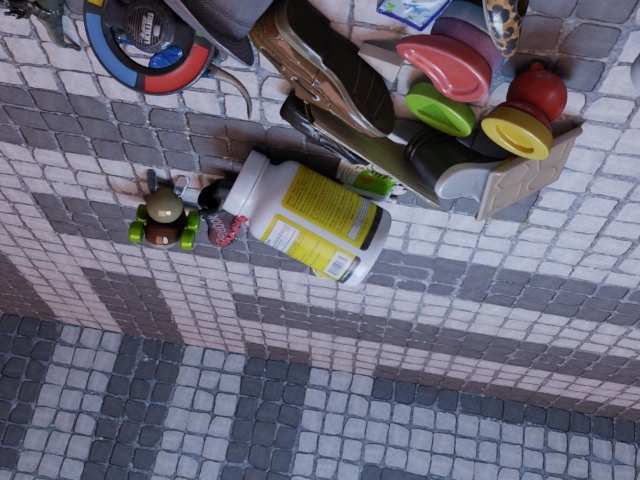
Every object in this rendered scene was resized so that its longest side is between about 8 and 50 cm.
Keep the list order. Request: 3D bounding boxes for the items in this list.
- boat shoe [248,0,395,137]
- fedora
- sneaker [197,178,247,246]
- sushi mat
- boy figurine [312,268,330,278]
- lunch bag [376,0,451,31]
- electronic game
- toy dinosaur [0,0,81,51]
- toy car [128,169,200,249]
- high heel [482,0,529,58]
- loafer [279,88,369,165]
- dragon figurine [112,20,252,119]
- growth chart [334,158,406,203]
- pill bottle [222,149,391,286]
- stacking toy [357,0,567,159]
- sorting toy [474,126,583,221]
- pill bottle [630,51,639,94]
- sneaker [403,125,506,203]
[{"bbox_3d":[0.007,-0.282,1.362,0.104,0.111,0.307,-15,133,40],"label":"boat shoe"},{"bbox_3d":[-0.145,-0.386,1.120,0.124,0.244,0.275,-37,129,20],"label":"fedora"},{"bbox_3d":[-0.235,-0.070,1.916,0.135,0.098,0.276,18,152,-16],"label":"sneaker"},{"bbox_3d":[0.096,-0.177,1.487,0.316,0.151,0.019,30,122,-29],"label":"sushi mat"},{"bbox_3d":[0.000,0.000,1.978,0.177,0.092,0.285,6,152,5],"label":"boy figurine"},{"bbox_3d":[0.149,-0.376,1.067,0.096,0.129,0.151,16,153,-21],"label":"lunch bag"},{"bbox_3d":[-0.271,-0.343,1.282,0.229,0.048,0.229,6,115,13],"label":"electronic game"},{"bbox_3d":[-0.484,-0.398,1.371,0.118,0.064,0.268,7,159,-7],"label":"toy dinosaur"},{"bbox_3d":[-0.373,-0.088,1.950,0.155,0.149,0.188,8,127,-2],"label":"toy car"},{"bbox_3d":[0.311,-0.347,1.054,0.186,0.093,0.261,8,136,20],"label":"high heel"},{"bbox_3d":[0.013,-0.214,1.543,0.220,0.080,0.078,35,153,-27],"label":"loafer"},{"bbox_3d":[-0.243,-0.315,1.407,0.144,0.085,0.289,-10,144,42],"label":"dragon figurine"},{"bbox_3d":[0.112,-0.147,1.701,0.172,0.021,0.237,10,156,-1],"label":"growth chart"},{"bbox_3d":[-0.031,-0.054,1.728,0.334,0.188,0.188,28,153,-7],"label":"pill bottle"},{"bbox_3d":[0.242,-0.280,1.322,0.309,0.130,0.279,37,171,-39],"label":"stacking toy"},{"bbox_3d":[0.381,-0.126,1.512,0.193,0.038,0.208,-27,159,-11],"label":"sorting toy"},{"bbox_3d":[0.524,-0.284,1.103,0.131,0.131,0.229,12,155,-2],"label":"pill bottle"},{"bbox_3d":[0.273,-0.154,1.545,0.296,0.147,0.104,-2,136,-50],"label":"sneaker"}]
